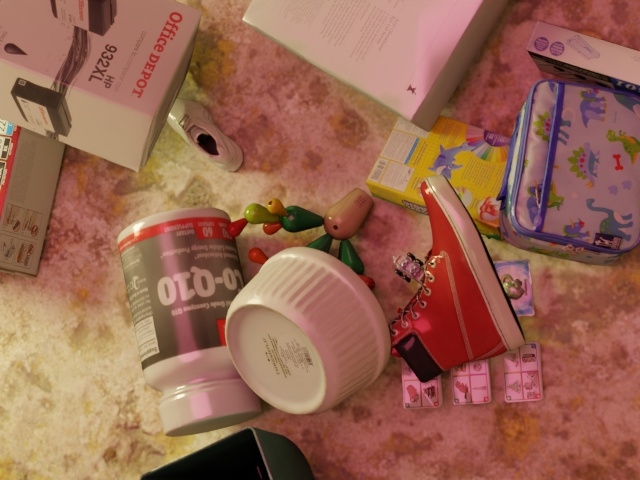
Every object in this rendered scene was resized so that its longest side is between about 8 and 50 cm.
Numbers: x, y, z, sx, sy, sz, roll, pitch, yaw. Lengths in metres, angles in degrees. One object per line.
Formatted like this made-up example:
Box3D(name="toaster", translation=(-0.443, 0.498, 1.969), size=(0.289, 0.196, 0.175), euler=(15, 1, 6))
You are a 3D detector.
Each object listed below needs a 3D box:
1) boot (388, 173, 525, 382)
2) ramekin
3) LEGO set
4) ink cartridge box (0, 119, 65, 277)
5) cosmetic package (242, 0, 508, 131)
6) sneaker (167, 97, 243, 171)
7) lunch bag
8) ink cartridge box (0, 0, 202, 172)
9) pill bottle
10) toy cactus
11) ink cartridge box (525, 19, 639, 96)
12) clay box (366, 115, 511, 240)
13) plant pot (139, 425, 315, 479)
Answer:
Box3D(name="boot", translation=(0.132, 0.052, 1.652), size=(0.176, 0.088, 0.244), euler=(-22, 98, 10))
Box3D(name="ramekin", translation=(-0.025, 0.122, 1.663), size=(0.207, 0.109, 0.207), euler=(23, 130, 30))
Box3D(name="LEGO set", translation=(0.191, 0.095, 1.729), size=(0.182, 0.060, 0.244), euler=(-5, 80, 7))
Box3D(name="ink cartridge box", translation=(-0.537, -0.122, 1.973), size=(0.272, 0.130, 0.309), euler=(9, 85, 22))
Box3D(name="cosmetic package", translation=(0.115, -0.376, 1.725), size=(0.284, 0.097, 0.377), euler=(34, 97, 22))
Box3D(name="sneaker", translation=(-0.175, -0.159, 1.884), size=(0.152, 0.061, 0.054), euler=(41, 98, 22))
Box3D(name="lunch bag", translation=(0.317, -0.085, 1.637), size=(0.176, 0.090, 0.219), euler=(14, 75, -2))
Box3D(name="ink cartridge box", translation=(-0.346, -0.262, 1.819), size=(0.307, 0.129, 0.223), euler=(21, 52, -4))
Box3D(name="pill bottle", translation=(-0.172, 0.111, 1.783), size=(0.161, 0.161, 0.283), euler=(-18, 76, 16))
Box3D(name="toy cactus", translation=(0.000, 0.000, 1.768), size=(0.219, 0.112, 0.180), euler=(38, 77, 13))
Box3D(name="ink cartridge box", translation=(0.372, -0.218, 1.673), size=(0.207, 0.097, 0.046), euler=(21, 89, 22))
Box3D(name="clay box", translation=(0.187, -0.086, 1.729), size=(0.222, 0.053, 0.127), euler=(21, 73, 21))
Box3D(name="plant pot", translation=(-0.083, 0.346, 1.672), size=(0.165, 0.234, 0.166), euler=(-26, 72, 15))
